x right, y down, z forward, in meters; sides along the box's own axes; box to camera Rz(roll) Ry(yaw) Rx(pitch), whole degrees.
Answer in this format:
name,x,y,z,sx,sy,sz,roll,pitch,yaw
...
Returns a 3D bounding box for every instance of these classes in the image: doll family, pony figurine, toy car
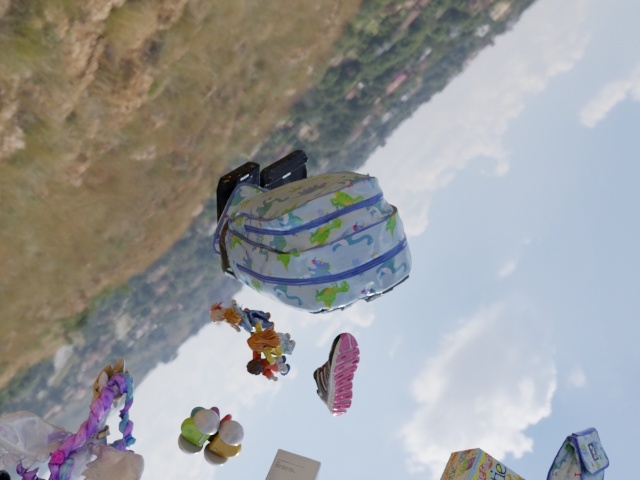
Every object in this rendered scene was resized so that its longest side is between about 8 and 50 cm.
name,x,y,z,sx,sy,sz,roll,pitch,yaw
doll family,-0.158,0.212,1.824,0.118,0.263,0.163,-51,151,16
pony figurine,-0.500,0.446,1.543,0.351,0.303,0.363,-70,-177,-74
toy car,-0.300,0.529,2.133,0.159,0.182,0.136,-54,-165,31

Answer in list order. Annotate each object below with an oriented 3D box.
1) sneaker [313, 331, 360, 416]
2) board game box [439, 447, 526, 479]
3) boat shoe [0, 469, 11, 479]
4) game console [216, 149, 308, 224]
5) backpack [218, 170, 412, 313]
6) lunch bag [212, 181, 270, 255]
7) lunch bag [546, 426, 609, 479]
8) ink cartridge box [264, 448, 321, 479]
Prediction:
name,x,y,z,sx,sy,sz,roll,pitch,yaw
sneaker,0.023,0.236,1.389,0.063,0.075,0.170,-16,123,-36
board game box,0.450,0.667,1.938,0.144,0.275,0.142,-58,-173,-28
boat shoe,-0.643,0.562,1.463,0.113,0.127,0.340,-21,-158,-11
game console,-0.139,-0.118,1.938,0.361,0.044,0.213,-37,140,-47
backpack,0.000,0.000,1.297,0.290,0.273,0.355,-16,-151,-17
lunch bag,-0.105,-0.008,1.587,0.176,0.219,0.090,-65,-175,-1
lunch bag,0.543,0.474,1.602,0.096,0.151,0.129,8,-178,39
ink cartridge box,-0.100,0.681,1.821,0.289,0.122,0.211,-62,163,-53
